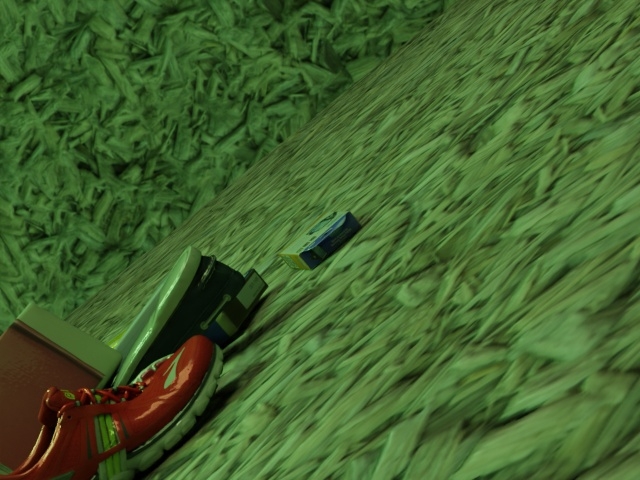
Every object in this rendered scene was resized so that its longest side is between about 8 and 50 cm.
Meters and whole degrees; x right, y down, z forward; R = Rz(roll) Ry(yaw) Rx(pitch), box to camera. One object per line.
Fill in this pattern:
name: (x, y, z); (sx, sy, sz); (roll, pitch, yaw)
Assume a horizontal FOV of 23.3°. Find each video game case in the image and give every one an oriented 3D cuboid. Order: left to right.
video game case: (-0.261, 0.153, 1.981); (0.193, 0.023, 0.212); (-51, 4, 38)

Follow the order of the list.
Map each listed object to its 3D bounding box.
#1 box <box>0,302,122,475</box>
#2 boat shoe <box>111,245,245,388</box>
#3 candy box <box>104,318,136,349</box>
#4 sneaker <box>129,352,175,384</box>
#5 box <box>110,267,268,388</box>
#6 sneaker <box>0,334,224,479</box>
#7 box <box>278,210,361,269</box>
box: (-0.336, 0.204, 1.690); (0.149, 0.127, 0.232); (-61, -2, 36)
boat shoe: (-0.165, 0.119, 1.714); (0.254, 0.079, 0.095); (-60, 11, 23)
candy box: (-0.308, 0.161, 2.365); (0.206, 0.027, 0.105); (-37, 6, 17)
sneaker: (-0.192, 0.179, 1.594); (0.170, 0.063, 0.075); (-48, 17, -23)
box: (-0.167, 0.129, 1.851); (0.225, 0.036, 0.136); (-36, 8, 24)
sneaker: (-0.209, 0.175, 1.486); (0.279, 0.118, 0.107); (-43, 9, -20)
box: (0.000, 0.000, 1.842); (0.081, 0.028, 0.136); (-41, 10, -9)
